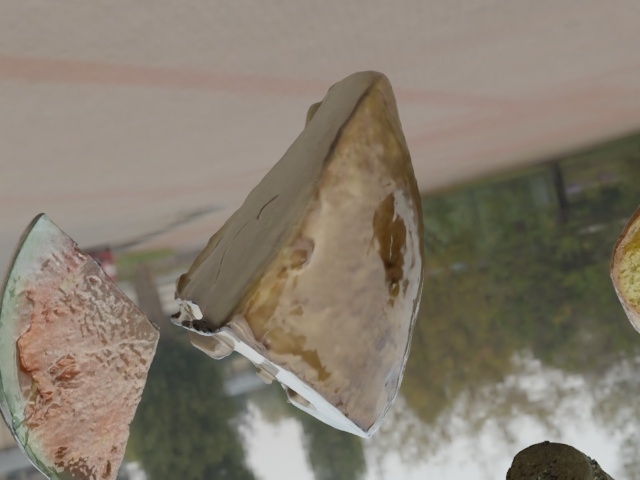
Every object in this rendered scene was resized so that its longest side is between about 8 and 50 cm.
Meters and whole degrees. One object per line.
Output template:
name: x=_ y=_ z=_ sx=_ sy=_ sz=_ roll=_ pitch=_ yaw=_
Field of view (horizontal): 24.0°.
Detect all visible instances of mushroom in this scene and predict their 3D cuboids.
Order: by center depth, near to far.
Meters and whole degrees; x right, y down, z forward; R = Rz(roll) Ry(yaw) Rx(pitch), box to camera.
mushroom: x=0.039 y=0.008 z=1.831 sx=0.313 sy=0.397 sz=0.224 roll=36 pitch=167 yaw=-25

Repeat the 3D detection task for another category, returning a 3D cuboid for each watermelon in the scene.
watermelon: x=-0.264 y=0.129 z=1.572 sx=0.176 sy=0.260 sz=0.256 roll=17 pitch=171 yaw=17

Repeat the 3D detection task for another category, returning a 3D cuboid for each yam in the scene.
yam: x=0.274 y=0.286 z=1.544 sx=0.107 sy=0.183 sz=0.107 roll=-35 pitch=-154 yaw=21

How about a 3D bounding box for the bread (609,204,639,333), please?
bread: x=0.484 y=0.026 z=1.863 sx=0.268 sy=0.268 sz=0.145 roll=-12 pitch=-145 yaw=-34
